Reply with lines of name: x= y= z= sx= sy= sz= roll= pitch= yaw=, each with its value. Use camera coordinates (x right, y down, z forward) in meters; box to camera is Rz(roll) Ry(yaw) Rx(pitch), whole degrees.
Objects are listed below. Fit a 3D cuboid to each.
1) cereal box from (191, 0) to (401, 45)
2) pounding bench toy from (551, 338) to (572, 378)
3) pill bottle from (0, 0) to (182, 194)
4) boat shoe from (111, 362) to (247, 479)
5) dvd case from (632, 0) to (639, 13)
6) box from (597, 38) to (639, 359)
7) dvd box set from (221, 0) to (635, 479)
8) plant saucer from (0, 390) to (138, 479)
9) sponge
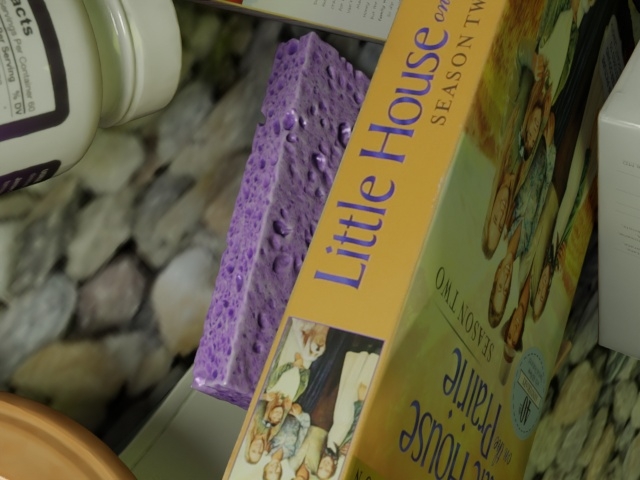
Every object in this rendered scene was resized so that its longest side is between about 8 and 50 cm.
cereal box: x=0.019 y=-0.202 z=0.553 sx=0.240 sy=0.047 sz=0.173 roll=2 pitch=102 yaw=-45
pounding bench toy: x=0.171 y=0.071 z=0.802 sx=0.083 sy=0.052 sz=0.065 roll=-52 pitch=134 yaw=-18
pill bottle: x=-0.154 y=-0.065 z=0.386 sx=0.193 sy=0.108 sz=0.108 roll=-24 pitch=120 yaw=-38
boat shoe: x=-0.074 y=0.140 z=0.570 sx=0.116 sy=0.099 sz=0.319 roll=54 pitch=46 yaw=-3
dvd case: x=0.204 y=-0.288 z=0.636 sx=0.180 sy=0.022 sz=0.253 roll=-2 pitch=92 yaw=-67
box: x=0.328 y=-0.049 z=0.751 sx=0.215 sy=0.168 sz=0.345 roll=-59 pitch=153 yaw=-21
dvd box set: x=0.099 y=-0.010 z=0.589 sx=0.308 sy=0.062 sz=0.421 roll=50 pitch=56 yaw=-56
plant saucer: x=-0.156 y=0.163 z=0.413 sx=0.037 sy=0.199 sz=0.200 roll=12 pitch=97 yaw=-82
sponge: x=0.000 y=0.000 z=0.569 sx=0.117 sy=0.031 sz=0.210 roll=32 pitch=62 yaw=-42
